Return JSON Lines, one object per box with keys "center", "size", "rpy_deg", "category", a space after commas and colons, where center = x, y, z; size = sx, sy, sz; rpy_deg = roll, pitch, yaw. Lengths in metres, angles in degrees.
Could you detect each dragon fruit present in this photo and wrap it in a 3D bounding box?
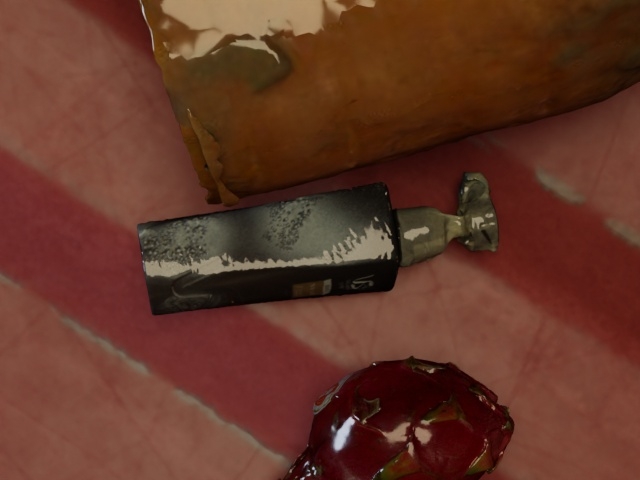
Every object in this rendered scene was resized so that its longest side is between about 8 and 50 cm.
{"center": [0.015, 0.127, 0.926], "size": [0.190, 0.094, 0.094], "rpy_deg": [-28, 87, 6], "category": "dragon fruit"}

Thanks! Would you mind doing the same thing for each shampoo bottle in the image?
{"center": [0.000, 0.000, 0.949], "size": [0.207, 0.057, 0.064], "rpy_deg": [-8, 78, -6], "category": "shampoo bottle"}

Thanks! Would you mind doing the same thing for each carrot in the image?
{"center": [0.068, -0.164, 0.892], "size": [0.340, 0.224, 0.224], "rpy_deg": [-19, 86, 1], "category": "carrot"}
